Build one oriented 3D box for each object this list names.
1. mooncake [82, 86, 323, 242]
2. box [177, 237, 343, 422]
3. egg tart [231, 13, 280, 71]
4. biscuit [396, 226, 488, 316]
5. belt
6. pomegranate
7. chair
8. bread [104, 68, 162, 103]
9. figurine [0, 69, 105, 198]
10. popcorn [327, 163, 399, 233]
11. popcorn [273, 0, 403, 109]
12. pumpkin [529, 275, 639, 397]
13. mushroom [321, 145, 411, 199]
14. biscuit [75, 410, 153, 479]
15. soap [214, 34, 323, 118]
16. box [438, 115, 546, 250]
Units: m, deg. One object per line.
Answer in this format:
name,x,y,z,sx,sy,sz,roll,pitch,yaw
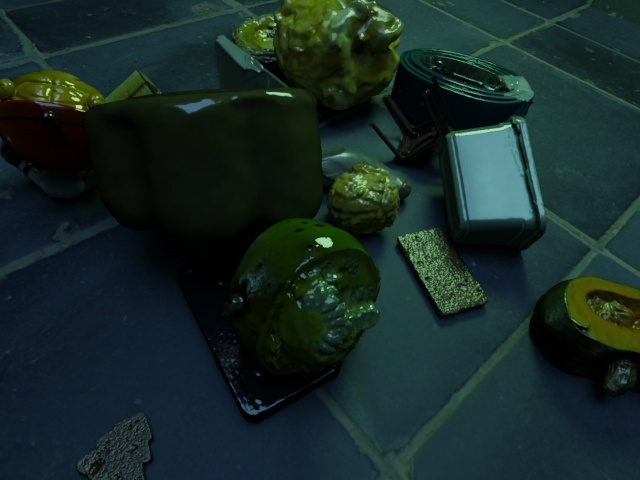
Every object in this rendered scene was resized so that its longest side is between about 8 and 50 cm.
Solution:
mooncake,-0.212,-0.168,0.871,0.466,0.262,0.467,-2,19,1
box,-0.127,0.157,0.845,0.211,0.058,0.350,-23,58,-25
egg tart,-0.173,-0.679,1.490,0.288,0.118,0.288,5,50,-6
biscuit,0.278,0.068,0.987,0.131,0.025,0.231,-12,53,-15
belt,0.444,-0.474,1.360,0.436,0.173,0.300,30,51,17
pomegranate,-0.007,0.090,0.734,0.340,0.260,0.260,-2,42,-52
chair,0.320,-0.284,1.228,0.326,0.183,0.176,49,46,-25
bread,-0.523,-0.318,1.200,0.264,0.163,0.168,-41,62,3
figurine,-0.568,-0.229,0.927,0.320,0.323,0.196,0,65,-24
popcorn,0.103,-0.100,1.019,0.180,0.180,0.170,25,18,13
popcorn,0.045,-0.581,1.306,0.390,0.354,0.344,29,93,24
pumpkin,0.597,0.205,0.847,0.317,0.139,0.222,19,48,5
mushroom,0.109,-0.179,1.125,0.270,0.103,0.118,11,50,-5
biscuit,-0.319,0.343,0.690,0.119,0.019,0.130,17,51,7
soap,-0.135,-0.450,1.215,0.302,0.258,0.159,-27,57,-27
box,0.403,-0.134,1.042,0.182,0.175,0.312,-3,71,3
